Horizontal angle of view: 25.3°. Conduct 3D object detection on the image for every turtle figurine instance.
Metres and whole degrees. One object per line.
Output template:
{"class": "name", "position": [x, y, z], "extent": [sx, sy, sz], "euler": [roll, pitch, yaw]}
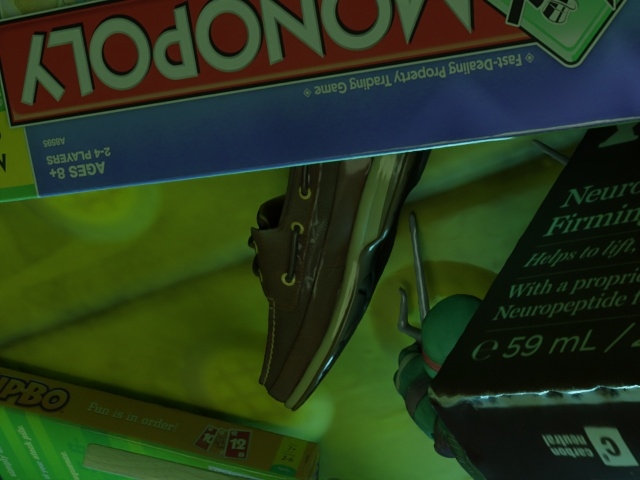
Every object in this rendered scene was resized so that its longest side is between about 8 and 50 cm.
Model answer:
{"class": "turtle figurine", "position": [0.102, 0.069, 0.621], "extent": [0.175, 0.118, 0.234], "euler": [-16, 129, 38]}

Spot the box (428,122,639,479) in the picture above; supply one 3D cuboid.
{"class": "box", "position": [0.177, 0.032, 0.468], "extent": [0.168, 0.203, 0.167], "euler": [-10, 125, 47]}

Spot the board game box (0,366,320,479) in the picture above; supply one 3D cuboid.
{"class": "board game box", "position": [-0.128, 0.136, 0.817], "extent": [0.259, 0.039, 0.124], "euler": [10, 134, 10]}

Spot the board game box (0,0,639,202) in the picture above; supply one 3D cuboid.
{"class": "board game box", "position": [-0.042, -0.129, 0.487], "extent": [0.317, 0.046, 0.214], "euler": [-6, 97, 26]}

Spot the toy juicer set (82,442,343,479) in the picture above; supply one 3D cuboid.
{"class": "toy juicer set", "position": [0.041, 0.210, 0.711], "extent": [0.209, 0.090, 0.329], "euler": [-3, 143, 32]}

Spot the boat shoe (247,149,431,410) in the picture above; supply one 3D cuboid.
{"class": "boat shoe", "position": [0.000, 0.000, 0.636], "extent": [0.060, 0.064, 0.178], "euler": [25, 127, 7]}
